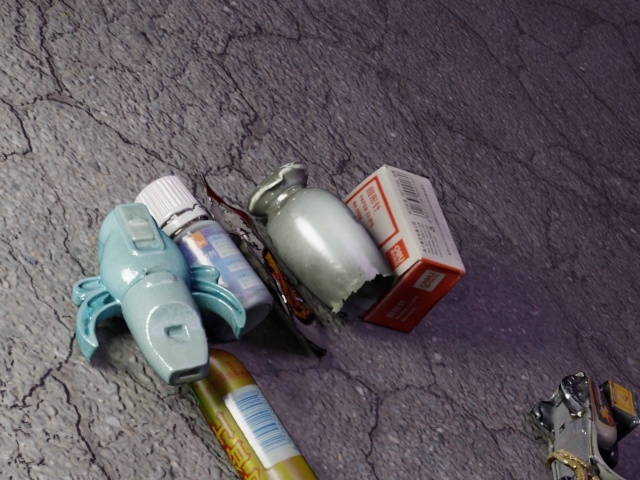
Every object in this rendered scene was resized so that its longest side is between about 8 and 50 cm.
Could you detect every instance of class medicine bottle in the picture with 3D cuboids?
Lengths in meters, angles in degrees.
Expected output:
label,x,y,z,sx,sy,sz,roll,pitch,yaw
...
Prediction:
label,x,y,z,sx,sy,sz,roll,pitch,yaw
medicine bottle,-0.140,0.018,1.906,0.083,0.083,0.203,-6,54,-52

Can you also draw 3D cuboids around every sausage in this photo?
label,x,y,z,sx,sy,sz,roll,pitch,yaw
sausage,-0.049,0.241,1.725,0.082,0.082,0.371,-3,51,-51

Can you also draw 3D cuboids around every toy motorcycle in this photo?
label,x,y,z,sx,sy,sz,roll,pitch,yaw
toy motorcycle,0.361,0.283,2.133,0.157,0.091,0.263,27,37,-20

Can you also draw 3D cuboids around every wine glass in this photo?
label,x,y,z,sx,sy,sz,roll,pitch,yaw
wine glass,0.000,0.000,2.063,0.111,0.111,0.204,-9,55,-54

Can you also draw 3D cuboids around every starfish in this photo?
label,x,y,z,sx,sy,sz,roll,pitch,yaw
starfish,0.298,0.345,1.958,0.146,0.074,0.190,29,55,0

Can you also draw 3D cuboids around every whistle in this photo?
label,x,y,z,sx,sy,sz,roll,pitch,yaw
whistle,-0.184,0.054,1.772,0.186,0.093,0.274,-6,42,-22

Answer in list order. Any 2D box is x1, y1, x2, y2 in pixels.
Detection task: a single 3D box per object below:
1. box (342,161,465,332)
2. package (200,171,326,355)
label,x,y,z,sx,sy,sz,roll,pitch,yaw
box,0.097,0.008,2.147,0.099,0.133,0.182,18,39,-36
package,-0.071,0.027,1.980,0.239,0.030,0.154,55,3,31
